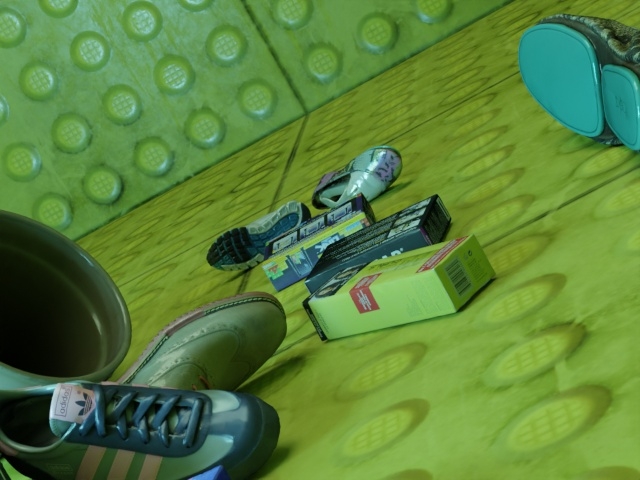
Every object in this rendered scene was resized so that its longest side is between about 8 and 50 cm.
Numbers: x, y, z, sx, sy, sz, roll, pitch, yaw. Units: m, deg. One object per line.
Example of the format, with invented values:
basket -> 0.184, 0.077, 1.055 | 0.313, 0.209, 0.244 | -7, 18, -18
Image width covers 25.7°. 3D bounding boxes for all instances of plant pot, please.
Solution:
plant pot -> -0.470, 0.161, 1.945 | 0.280, 0.323, 0.323 | -52, 0, 28

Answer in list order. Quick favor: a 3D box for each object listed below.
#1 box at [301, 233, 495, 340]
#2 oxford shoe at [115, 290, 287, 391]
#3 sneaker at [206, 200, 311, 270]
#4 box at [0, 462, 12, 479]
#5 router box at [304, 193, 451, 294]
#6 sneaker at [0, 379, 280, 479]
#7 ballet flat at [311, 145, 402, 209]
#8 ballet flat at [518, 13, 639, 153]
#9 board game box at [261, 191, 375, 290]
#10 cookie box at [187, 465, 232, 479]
box -> 0.085, 0.056, 1.605 | 0.087, 0.058, 0.232 | -38, 14, -38
oxford shoe -> -0.163, 0.189, 1.589 | 0.348, 0.123, 0.130 | -37, 35, -15
sneaker -> -0.107, 0.000, 2.322 | 0.191, 0.071, 0.083 | -26, 3, -22
box -> -0.408, 0.331, 1.337 | 0.296, 0.182, 0.294 | -31, 13, -15
router box -> 0.076, 0.013, 1.842 | 0.179, 0.046, 0.133 | -25, 13, 23
sneaker -> -0.201, 0.191, 1.410 | 0.319, 0.131, 0.112 | -9, 54, 25
ballet flat -> 0.055, -0.089, 2.295 | 0.221, 0.077, 0.079 | -21, 32, 56
ballet flat -> 0.402, -0.197, 1.756 | 0.182, 0.164, 0.483 | -10, 16, -7
board game box -> 0.000, 0.000, 2.082 | 0.170, 0.048, 0.141 | -28, 14, 8
cookie box -> -0.076, 0.243, 1.084 | 0.040, 0.107, 0.092 | -26, 12, 21
